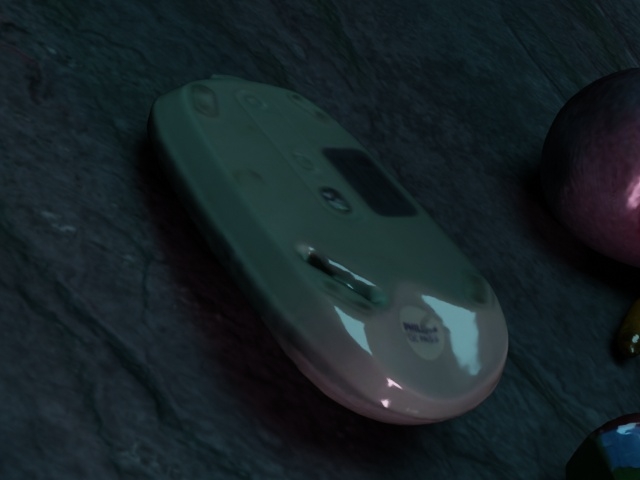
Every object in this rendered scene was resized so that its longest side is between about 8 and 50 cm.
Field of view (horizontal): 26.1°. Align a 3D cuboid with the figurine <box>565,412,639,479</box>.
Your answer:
[{"bbox_3d":[0.284,0.226,0.952,0.234,0.127,0.185,15,33,-13],"label":"figurine"}]

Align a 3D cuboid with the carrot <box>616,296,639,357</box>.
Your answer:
[{"bbox_3d":[0.305,0.060,1.231,0.047,0.047,0.191,47,35,13],"label":"carrot"}]

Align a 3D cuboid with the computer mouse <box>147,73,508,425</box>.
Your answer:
[{"bbox_3d":[-0.003,0.005,0.967,0.197,0.095,0.331,5,36,-42],"label":"computer mouse"}]

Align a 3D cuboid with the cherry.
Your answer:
[{"bbox_3d":[0.308,-0.067,1.259,0.213,0.184,0.266,14,9,-5],"label":"cherry"}]
